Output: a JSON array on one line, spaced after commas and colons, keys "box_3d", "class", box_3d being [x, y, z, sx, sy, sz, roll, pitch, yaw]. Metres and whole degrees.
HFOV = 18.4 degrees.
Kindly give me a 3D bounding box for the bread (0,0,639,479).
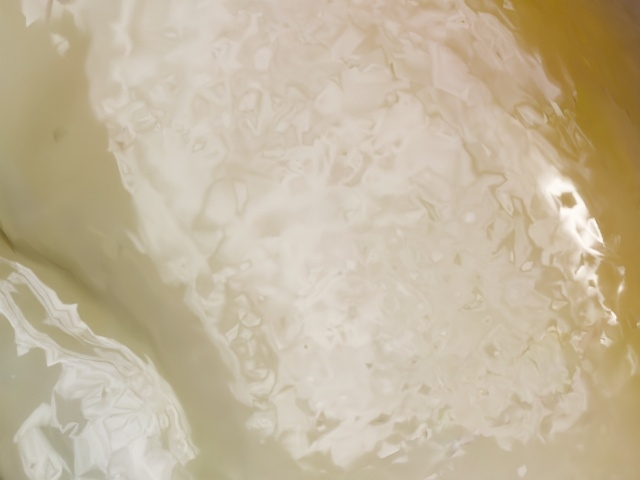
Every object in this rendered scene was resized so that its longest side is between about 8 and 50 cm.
[{"box_3d": [0.000, 0.000, 0.592, 0.253, 0.376, 0.348, -25, 91, 17], "class": "bread"}]
